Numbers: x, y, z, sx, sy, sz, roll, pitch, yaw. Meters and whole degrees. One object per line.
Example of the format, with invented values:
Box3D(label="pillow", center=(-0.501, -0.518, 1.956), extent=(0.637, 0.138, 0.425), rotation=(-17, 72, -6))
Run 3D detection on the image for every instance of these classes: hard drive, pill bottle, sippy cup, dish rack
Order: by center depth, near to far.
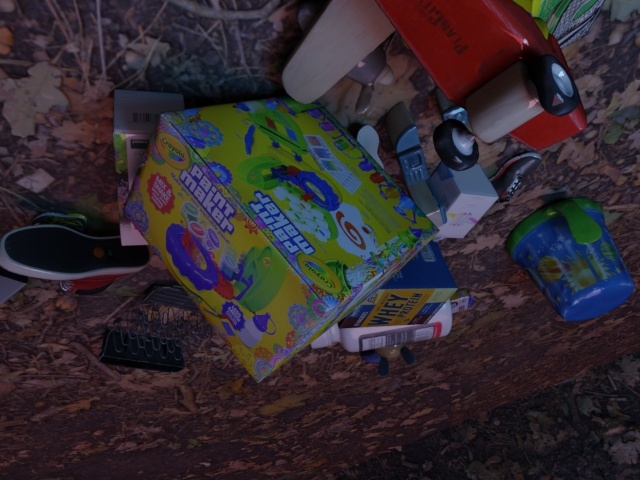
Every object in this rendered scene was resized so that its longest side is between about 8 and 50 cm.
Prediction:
Box3D(label="hard drive", center=(-0.620, 0.088, 0.925), extent=(0.135, 0.022, 0.094), rotation=(-33, 141, 21))
Box3D(label="dish rack", center=(-0.346, 0.200, 1.137), extent=(0.208, 0.074, 0.271), rotation=(21, 130, -41))
Box3D(label="pill bottle", center=(0.125, 0.160, 1.169), extent=(0.319, 0.176, 0.176), rotation=(-9, 144, -2))
Box3D(label="sippy cup", center=(0.592, 0.058, 1.177), extent=(0.305, 0.224, 0.240), rotation=(16, 133, -36))

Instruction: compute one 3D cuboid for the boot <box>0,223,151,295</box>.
Box3D(label="boot", center=(-0.439, 0.048, 0.849), extent=(0.176, 0.088, 0.244), rotation=(-26, 161, 31))

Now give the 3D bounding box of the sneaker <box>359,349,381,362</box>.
Box3D(label="sneaker", center=(0.191, 0.272, 1.449), extent=(0.087, 0.083, 0.221), rotation=(33, 117, -31))

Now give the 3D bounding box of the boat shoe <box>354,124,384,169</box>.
Box3D(label="boat shoe", center=(0.077, -0.153, 0.857), extent=(0.046, 0.038, 0.125), rotation=(-37, 144, -3))

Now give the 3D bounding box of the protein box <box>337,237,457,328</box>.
Box3D(label="protein box", center=(0.125, 0.055, 1.014), extent=(0.201, 0.199, 0.136), rotation=(1, 141, -21))

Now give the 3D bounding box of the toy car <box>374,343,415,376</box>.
Box3D(label="toy car", center=(0.166, 0.248, 1.297), extent=(0.155, 0.188, 0.149), rotation=(-29, 142, 17))

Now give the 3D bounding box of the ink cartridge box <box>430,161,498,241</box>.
Box3D(label="ink cartridge box", center=(0.255, -0.073, 0.987), extent=(0.090, 0.092, 0.143), rotation=(2, 141, -24))

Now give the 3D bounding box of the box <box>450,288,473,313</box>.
Box3D(label="box", center=(0.362, 0.180, 1.422), extent=(0.136, 0.028, 0.081), rotation=(-18, 144, -1))

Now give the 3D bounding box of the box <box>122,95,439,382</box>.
Box3D(label="box", center=(-0.046, -0.027, 0.678), extent=(0.279, 0.290, 0.177), rotation=(-26, 161, -49))

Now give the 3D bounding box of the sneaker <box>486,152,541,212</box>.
Box3D(label="sneaker", center=(0.377, -0.108, 1.007), extent=(0.061, 0.065, 0.158), rotation=(21, 131, -40))

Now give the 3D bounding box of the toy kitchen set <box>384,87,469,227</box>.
Box3D(label="toy kitchen set", center=(0.218, -0.142, 0.854), extent=(0.166, 0.122, 0.207), rotation=(-22, 144, 8))

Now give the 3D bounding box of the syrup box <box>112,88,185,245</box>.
Box3D(label="syrup box", center=(-0.254, -0.098, 0.754), extent=(0.093, 0.096, 0.237), rotation=(-2, 141, -20))

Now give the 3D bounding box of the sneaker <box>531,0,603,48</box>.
Box3D(label="sneaker", center=(0.317, -0.347, 0.635), extent=(0.146, 0.134, 0.343), rotation=(0, 151, -32))

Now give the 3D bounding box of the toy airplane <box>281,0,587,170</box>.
Box3D(label="toy airplane", center=(0.120, -0.297, 0.539), extent=(0.386, 0.272, 0.384), rotation=(14, 137, 20))

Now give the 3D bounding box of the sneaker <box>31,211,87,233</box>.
Box3D(label="sneaker", center=(-0.432, -0.026, 0.833), extent=(0.083, 0.035, 0.031), rotation=(-6, 141, -16))
